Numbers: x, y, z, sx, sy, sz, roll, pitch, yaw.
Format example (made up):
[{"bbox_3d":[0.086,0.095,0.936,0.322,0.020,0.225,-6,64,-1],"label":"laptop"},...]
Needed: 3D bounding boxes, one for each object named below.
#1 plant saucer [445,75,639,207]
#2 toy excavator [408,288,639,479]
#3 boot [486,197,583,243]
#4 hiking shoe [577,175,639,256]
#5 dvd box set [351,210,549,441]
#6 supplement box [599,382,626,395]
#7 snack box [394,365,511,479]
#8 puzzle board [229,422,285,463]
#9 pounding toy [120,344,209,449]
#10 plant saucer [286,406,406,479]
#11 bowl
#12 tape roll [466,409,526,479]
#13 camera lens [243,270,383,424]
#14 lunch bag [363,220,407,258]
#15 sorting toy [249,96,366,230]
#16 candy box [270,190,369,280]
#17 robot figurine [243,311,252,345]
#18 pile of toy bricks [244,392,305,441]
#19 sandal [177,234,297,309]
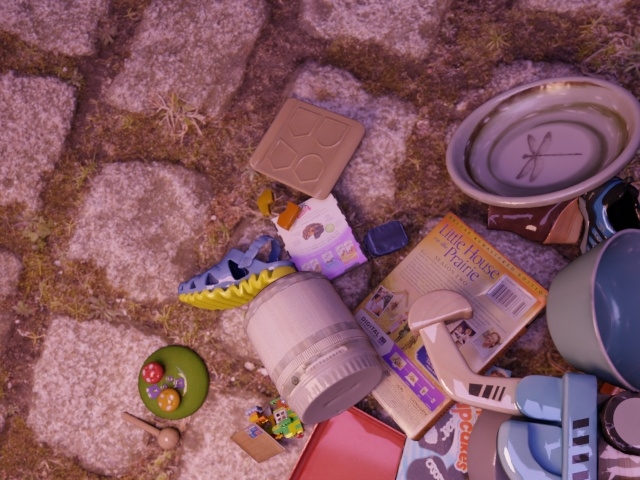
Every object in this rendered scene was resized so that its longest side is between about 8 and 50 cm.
[{"bbox_3d":[0.477,-0.194,1.309,0.400,0.100,0.400,-19,41,17],"label":"plant saucer"},{"bbox_3d":[0.373,0.316,1.121,0.445,0.222,0.433,3,71,14],"label":"toy excavator"},{"bbox_3d":[0.495,-0.121,1.368,0.207,0.090,0.248,13,89,10],"label":"boot"},{"bbox_3d":[0.616,0.009,1.277,0.113,0.132,0.304,-19,106,-2],"label":"hiking shoe"},{"bbox_3d":[0.253,0.180,1.348,0.420,0.062,0.307,-47,58,2],"label":"dvd box set"},{"bbox_3d":[0.705,0.256,1.304,0.080,0.078,0.233,33,92,11],"label":"supplement box"},{"bbox_3d":[0.289,0.418,1.339,0.187,0.060,0.322,15,76,8],"label":"snack box"},{"bbox_3d":[-0.147,0.472,1.421,0.096,0.011,0.128,43,134,-5],"label":"puzzle board"},{"bbox_3d":[-0.385,0.373,1.471,0.183,0.110,0.237,26,89,11],"label":"pounding toy"},{"bbox_3d":[0.082,0.528,1.406,0.258,0.048,0.259,27,89,11],"label":"plant saucer"},{"bbox_3d":[0.564,0.144,1.186,0.311,0.163,0.312,6,77,-28],"label":"bowl"},{"bbox_3d":[0.402,0.445,1.275,0.072,0.219,0.219,-2,83,52],"label":"tape roll"},{"bbox_3d":[-0.021,0.219,1.300,0.219,0.219,0.274,-38,59,5],"label":"camera lens"},{"bbox_3d":[0.148,0.001,1.429,0.098,0.065,0.067,-18,80,-9],"label":"lunch bag"},{"bbox_3d":[-0.056,-0.183,1.466,0.229,0.041,0.307,27,82,25],"label":"sorting toy"},{"bbox_3d":[0.000,0.000,1.456,0.165,0.070,0.196,-28,81,7],"label":"candy box"},{"bbox_3d":[-0.135,0.209,1.462,0.101,0.067,0.115,-43,80,5],"label":"robot figurine"},{"bbox_3d":[-0.070,0.408,1.400,0.212,0.118,0.105,-28,62,10],"label":"pile of toy bricks"},{"bbox_3d":[-0.198,0.080,1.457,0.317,0.126,0.138,-15,68,16],"label":"sandal"}]
